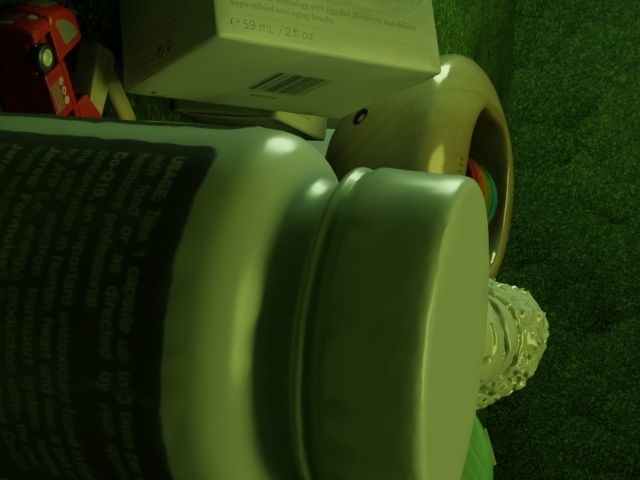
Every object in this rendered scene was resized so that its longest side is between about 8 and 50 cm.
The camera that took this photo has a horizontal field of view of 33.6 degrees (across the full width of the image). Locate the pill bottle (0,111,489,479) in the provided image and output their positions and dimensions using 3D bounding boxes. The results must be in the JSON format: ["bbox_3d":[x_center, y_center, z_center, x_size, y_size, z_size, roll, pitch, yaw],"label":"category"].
[{"bbox_3d":[-0.102,0.036,0.573,0.204,0.361,0.204,6,90,-72],"label":"pill bottle"}]

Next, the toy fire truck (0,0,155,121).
[{"bbox_3d":[-0.181,-0.105,0.806,0.135,0.047,0.192,-64,153,-49],"label":"toy fire truck"}]

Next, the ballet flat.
[{"bbox_3d":[0.074,0.106,1.017,0.147,0.409,0.146,178,-90,-65],"label":"ballet flat"}]

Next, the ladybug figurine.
[{"bbox_3d":[0.124,-0.060,1.263,0.449,0.162,0.305,25,71,-69],"label":"ladybug figurine"}]

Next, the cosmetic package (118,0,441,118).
[{"bbox_3d":[-0.037,-0.232,0.851,0.224,0.138,0.224,1,78,-40],"label":"cosmetic package"}]

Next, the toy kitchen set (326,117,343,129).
[{"bbox_3d":[0.022,-0.163,1.387,0.083,0.075,0.068,-60,152,-44],"label":"toy kitchen set"}]

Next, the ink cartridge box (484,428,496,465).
[{"bbox_3d":[0.100,0.295,1.453,0.189,0.255,0.097,64,3,-60],"label":"ink cartridge box"}]

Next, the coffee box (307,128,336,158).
[{"bbox_3d":[0.000,0.000,1.324,0.141,0.098,0.246,-60,149,-51],"label":"coffee box"}]

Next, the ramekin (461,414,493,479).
[{"bbox_3d":[0.029,0.232,1.177,0.148,0.304,0.303,66,33,-45],"label":"ramekin"}]

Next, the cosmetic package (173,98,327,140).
[{"bbox_3d":[-0.052,-0.264,1.064,0.160,0.113,0.309,8,89,-72],"label":"cosmetic package"}]
